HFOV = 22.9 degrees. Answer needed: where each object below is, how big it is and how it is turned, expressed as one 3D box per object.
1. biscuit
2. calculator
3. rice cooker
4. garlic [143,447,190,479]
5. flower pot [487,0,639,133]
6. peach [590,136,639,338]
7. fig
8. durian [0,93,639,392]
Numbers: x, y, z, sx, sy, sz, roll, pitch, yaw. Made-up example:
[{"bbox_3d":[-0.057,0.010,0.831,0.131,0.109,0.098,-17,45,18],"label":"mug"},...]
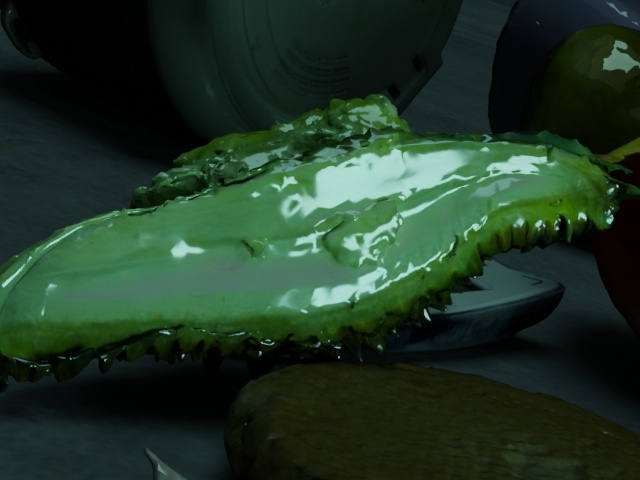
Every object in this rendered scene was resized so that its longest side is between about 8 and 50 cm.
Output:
[{"bbox_3d":[0.069,0.103,0.634,0.225,0.042,0.226,13,13,-3],"label":"biscuit"},{"bbox_3d":[-0.002,0.017,0.890,0.268,0.040,0.177,2,19,-36],"label":"calculator"},{"bbox_3d":[-0.079,-0.249,1.247,0.335,0.335,0.325,-1,20,-45],"label":"rice cooker"},{"bbox_3d":[0.068,0.162,0.243,0.325,0.132,0.279,22,16,19],"label":"garlic"},{"bbox_3d":[0.317,-0.134,1.399,0.265,0.265,0.243,-2,35,-48],"label":"flower pot"},{"bbox_3d":[0.305,-0.026,0.877,0.338,0.281,0.281,21,16,28],"label":"peach"},{"bbox_3d":[0.245,-0.058,1.229,0.233,0.167,0.167,58,25,7],"label":"fig"},{"bbox_3d":[0.003,0.004,0.724,0.375,0.132,0.106,-15,9,-23],"label":"durian"}]
